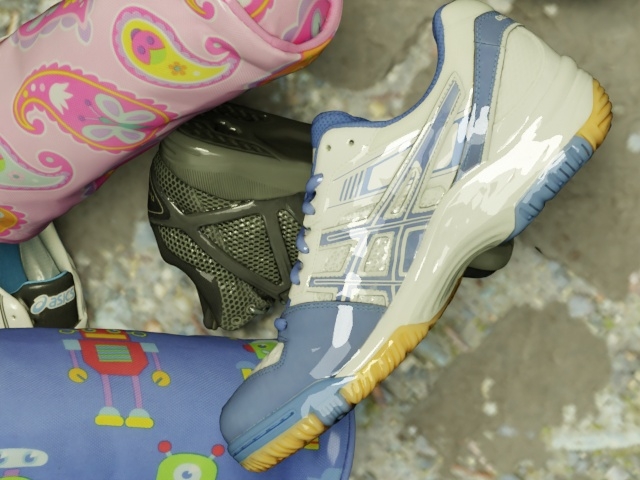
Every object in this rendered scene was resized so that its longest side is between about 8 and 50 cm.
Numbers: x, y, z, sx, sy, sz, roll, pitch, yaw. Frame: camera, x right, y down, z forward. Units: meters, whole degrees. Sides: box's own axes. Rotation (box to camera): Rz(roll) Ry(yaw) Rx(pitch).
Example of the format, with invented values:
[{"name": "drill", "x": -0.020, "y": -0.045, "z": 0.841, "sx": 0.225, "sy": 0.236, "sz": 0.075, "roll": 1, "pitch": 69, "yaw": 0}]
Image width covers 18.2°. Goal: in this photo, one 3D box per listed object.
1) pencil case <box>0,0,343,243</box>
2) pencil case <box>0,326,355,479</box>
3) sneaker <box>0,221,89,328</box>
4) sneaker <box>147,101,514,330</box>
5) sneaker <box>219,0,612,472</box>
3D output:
[{"name": "pencil case", "x": -0.120, "y": -0.099, "z": 1.128, "sx": 0.284, "sy": 0.124, "sz": 0.124, "roll": -28, "pitch": 95, "yaw": 38}, {"name": "pencil case", "x": -0.134, "y": 0.120, "z": 1.192, "sx": 0.306, "sy": 0.119, "sz": 0.133, "roll": 2, "pitch": 114, "yaw": -23}, {"name": "sneaker", "x": -0.179, "y": 0.069, "z": 1.264, "sx": 0.086, "sy": 0.085, "sz": 0.237, "roll": -13, "pitch": 98, "yaw": 54}, {"name": "sneaker", "x": 0.000, "y": 0.000, "z": 1.238, "sx": 0.227, "sy": 0.087, "sz": 0.130, "roll": 13, "pitch": 125, "yaw": -10}, {"name": "sneaker", "x": 0.028, "y": -0.005, "z": 1.139, "sx": 0.131, "sy": 0.112, "sz": 0.296, "roll": 41, "pitch": 91, "yaw": 1}]
